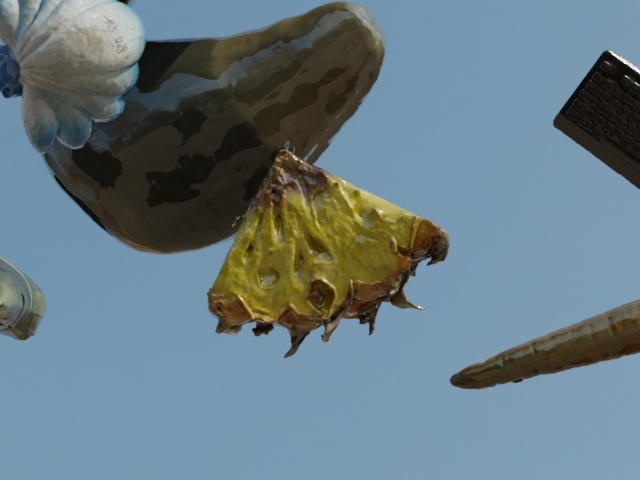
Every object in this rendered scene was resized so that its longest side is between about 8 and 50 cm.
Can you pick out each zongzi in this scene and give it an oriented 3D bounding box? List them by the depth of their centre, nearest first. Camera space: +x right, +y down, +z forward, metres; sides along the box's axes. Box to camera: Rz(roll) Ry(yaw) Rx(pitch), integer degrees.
[{"bbox_3d":[-0.260,0.030,1.450,0.052,0.104,0.113,-63,-11,-2],"label":"zongzi"}]

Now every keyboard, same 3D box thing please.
[{"bbox_3d":[0.260,-0.050,1.397,0.074,0.196,0.015,-54,-4,25],"label":"keyboard"}]

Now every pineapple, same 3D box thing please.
[{"bbox_3d":[0.000,0.000,1.087,0.137,0.116,0.069,-17,-10,3],"label":"pineapple"}]

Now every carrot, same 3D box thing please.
[{"bbox_3d":[0.199,0.049,1.179,0.254,0.049,0.049,-17,-34,6],"label":"carrot"}]

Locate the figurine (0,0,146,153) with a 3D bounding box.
[{"bbox_3d":[-0.141,-0.110,1.130,0.114,0.114,0.079,19,-30,-40],"label":"figurine"}]

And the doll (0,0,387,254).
[{"bbox_3d":[-0.073,-0.223,1.310,0.382,0.252,0.378,-29,-77,28],"label":"doll"}]
